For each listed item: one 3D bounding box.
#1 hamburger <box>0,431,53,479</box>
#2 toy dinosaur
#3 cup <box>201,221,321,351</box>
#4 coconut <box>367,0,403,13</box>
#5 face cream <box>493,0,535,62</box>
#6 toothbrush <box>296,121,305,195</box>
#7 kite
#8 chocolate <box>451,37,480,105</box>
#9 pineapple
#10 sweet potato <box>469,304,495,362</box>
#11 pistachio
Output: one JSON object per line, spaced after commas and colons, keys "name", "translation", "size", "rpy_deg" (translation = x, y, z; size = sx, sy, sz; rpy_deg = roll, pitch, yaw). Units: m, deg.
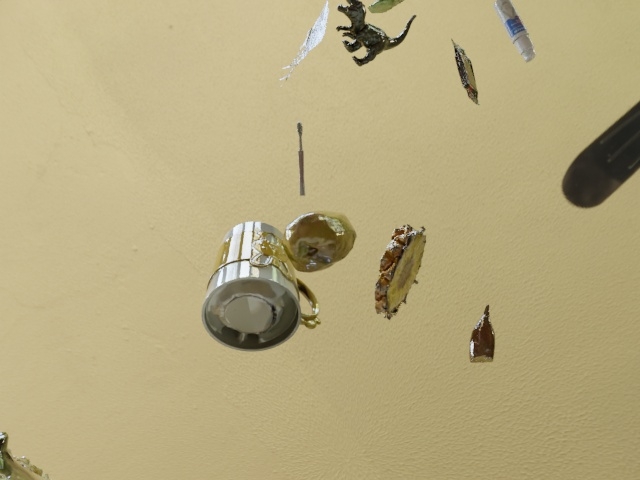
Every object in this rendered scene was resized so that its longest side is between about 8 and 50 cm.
{"name": "hamburger", "translation": [-0.252, 0.222, 0.445], "size": [0.262, 0.124, 0.131], "rpy_deg": [28, -114, 13]}
{"name": "toy dinosaur", "translation": [0.130, -0.473, 1.302], "size": [0.179, 0.187, 0.087], "rpy_deg": [-32, -121, 10]}
{"name": "cup", "translation": [-0.108, 0.093, 1.181], "size": [0.241, 0.185, 0.226], "rpy_deg": [23, -149, -21]}
{"name": "coconut", "translation": [0.148, -0.478, 1.081], "size": [0.055, 0.133, 0.158], "rpy_deg": [31, -69, -1]}
{"name": "face cream", "translation": [0.368, -0.395, 1.119], "size": [0.034, 0.034, 0.130], "rpy_deg": [-22, -100, -5]}
{"name": "toothbrush", "translation": [-0.051, -0.212, 1.542], "size": [0.014, 0.017, 0.194], "rpy_deg": [-3, -92, 14]}
{"name": "kite", "translation": [-0.037, -0.448, 1.380], "size": [0.016, 0.229, 0.127], "rpy_deg": [25, -124, -21]}
{"name": "chocolate", "translation": [0.377, -0.439, 1.556], "size": [0.028, 0.086, 0.183], "rpy_deg": [-19, -107, 33]}
{"name": "pineapple", "translation": [0.160, 0.062, 1.210], "size": [0.047, 0.221, 0.221], "rpy_deg": [20, -109, 24]}
{"name": "sweet potato", "translation": [0.314, 0.179, 1.143], "size": [0.049, 0.049, 0.117], "rpy_deg": [11, -106, 6]}
{"name": "pistachio", "translation": [0.003, -0.001, 0.990], "size": [0.110, 0.189, 0.100], "rpy_deg": [-10, -90, 12]}
